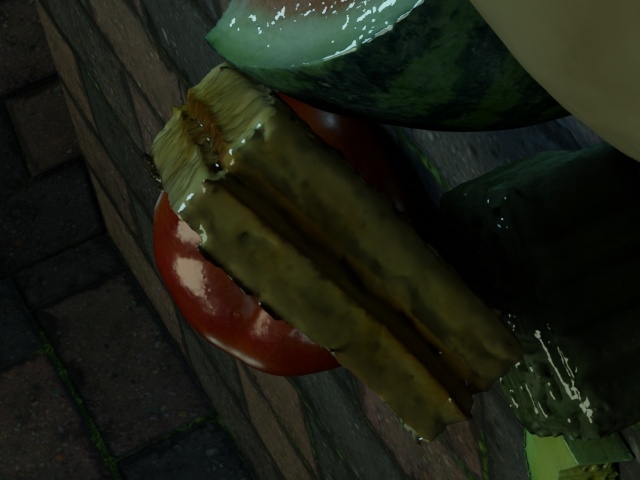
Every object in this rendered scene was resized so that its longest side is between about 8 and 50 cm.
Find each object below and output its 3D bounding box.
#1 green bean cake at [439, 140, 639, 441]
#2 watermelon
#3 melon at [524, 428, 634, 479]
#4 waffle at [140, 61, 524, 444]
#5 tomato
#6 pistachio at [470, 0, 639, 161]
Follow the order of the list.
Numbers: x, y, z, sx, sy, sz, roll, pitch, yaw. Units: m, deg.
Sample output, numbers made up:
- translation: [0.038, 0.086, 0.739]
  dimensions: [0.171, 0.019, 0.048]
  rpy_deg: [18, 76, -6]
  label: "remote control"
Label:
- translation: [0.185, 0.044, 1.343]
  dimensions: [0.227, 0.125, 0.223]
  rpy_deg: [162, 84, -82]
  label: "green bean cake"
- translation: [0.065, -0.192, 1.108]
  dimensions: [0.293, 0.250, 0.283]
  rpy_deg: [62, 162, 4]
  label: "watermelon"
- translation: [0.239, 0.224, 1.577]
  dimensions: [0.118, 0.064, 0.209]
  rpy_deg: [51, 159, 48]
  label: "melon"
- translation: [0.000, 0.000, 1.301]
  dimensions: [0.261, 0.114, 0.376]
  rpy_deg: [45, -179, -13]
  label: "waffle"
- translation: [-0.028, -0.014, 1.805]
  dimensions: [0.226, 0.298, 0.299]
  rpy_deg: [-59, -44, -56]
  label: "tomato"
- translation: [0.176, -0.179, 0.687]
  dimensions: [0.445, 0.281, 0.365]
  rpy_deg: [54, 176, -39]
  label: "pistachio"
